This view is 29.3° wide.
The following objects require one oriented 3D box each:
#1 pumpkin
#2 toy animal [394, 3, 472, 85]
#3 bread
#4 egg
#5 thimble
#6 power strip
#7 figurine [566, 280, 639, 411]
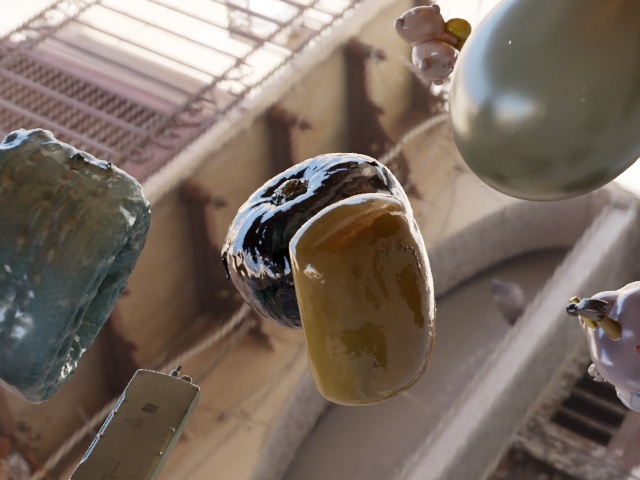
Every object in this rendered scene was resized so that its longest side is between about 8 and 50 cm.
[{"bbox_3d":[0.000,0.000,1.407,0.233,0.233,0.163,-42,-64,-39],"label":"pumpkin"},{"bbox_3d":[0.153,-0.254,1.611,0.114,0.091,0.082,44,-137,-50],"label":"toy animal"},{"bbox_3d":[0.050,0.064,1.202,0.147,0.098,0.217,-27,-60,-22],"label":"bread"},{"bbox_3d":[0.217,-0.140,1.079,0.186,0.186,0.241,-30,-13,-50],"label":"egg"},{"bbox_3d":[-0.247,0.017,1.071,0.235,0.143,0.198,-60,1,24],"label":"thimble"},{"bbox_3d":[-0.199,0.216,1.340,0.227,0.080,0.029,-62,-15,-48],"label":"power strip"},{"bbox_3d":[0.316,0.110,1.194,0.112,0.137,0.229,-39,-38,-10],"label":"figurine"}]
